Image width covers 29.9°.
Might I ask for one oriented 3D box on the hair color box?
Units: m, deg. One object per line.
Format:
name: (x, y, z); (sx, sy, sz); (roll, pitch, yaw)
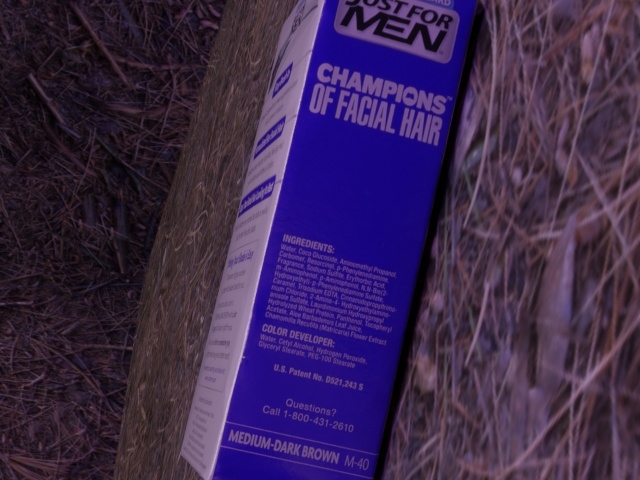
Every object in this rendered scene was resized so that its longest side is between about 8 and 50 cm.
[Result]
hair color box: (0.000, 0.000, 0.813); (0.185, 0.110, 0.338); (160, 122, -78)
